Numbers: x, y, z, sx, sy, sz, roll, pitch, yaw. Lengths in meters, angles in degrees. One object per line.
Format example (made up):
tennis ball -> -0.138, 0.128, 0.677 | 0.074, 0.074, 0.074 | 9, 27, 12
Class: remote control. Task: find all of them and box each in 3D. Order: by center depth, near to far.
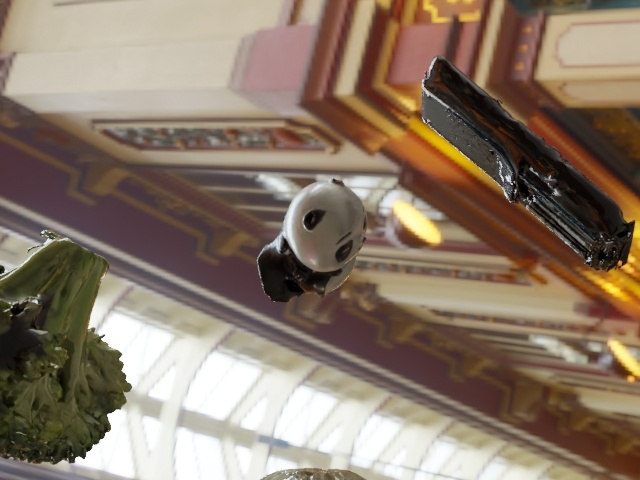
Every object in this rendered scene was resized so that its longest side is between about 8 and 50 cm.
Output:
remote control -> 0.282, -0.105, 1.767 | 0.062, 0.399, 0.144 | -36, -29, -17

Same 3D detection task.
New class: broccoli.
broccoli -> -0.373, 0.125, 1.544 | 0.348, 0.293, 0.281 | 31, -97, -24

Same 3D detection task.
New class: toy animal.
toy animal -> 0.000, 0.000, 1.893 | 0.138, 0.179, 0.166 | 31, -132, -3

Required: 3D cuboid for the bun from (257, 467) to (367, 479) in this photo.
bun -> 0.025, 0.472, 1.781 | 0.211, 0.360, 0.360 | -24, -65, -18
